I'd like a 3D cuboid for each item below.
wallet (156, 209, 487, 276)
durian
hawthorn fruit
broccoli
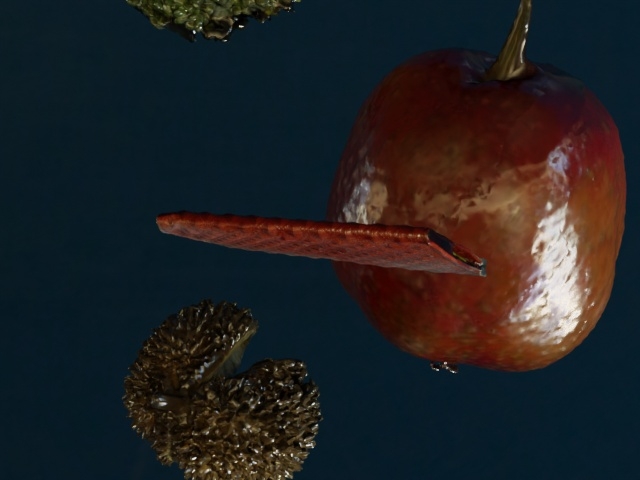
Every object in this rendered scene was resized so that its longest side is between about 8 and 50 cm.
[{"bbox_3d":[0.000,0.000,0.830,0.196,0.103,0.020,6,-96,29],"label":"wallet"},{"bbox_3d":[-0.093,0.143,1.149,0.196,0.196,0.167,23,-84,21],"label":"durian"},{"bbox_3d":[0.153,-0.060,1.175,0.284,0.285,0.369,19,-54,22],"label":"hawthorn fruit"},{"bbox_3d":[-0.109,-0.358,1.363,0.242,0.273,0.180,14,-38,13],"label":"broccoli"}]
